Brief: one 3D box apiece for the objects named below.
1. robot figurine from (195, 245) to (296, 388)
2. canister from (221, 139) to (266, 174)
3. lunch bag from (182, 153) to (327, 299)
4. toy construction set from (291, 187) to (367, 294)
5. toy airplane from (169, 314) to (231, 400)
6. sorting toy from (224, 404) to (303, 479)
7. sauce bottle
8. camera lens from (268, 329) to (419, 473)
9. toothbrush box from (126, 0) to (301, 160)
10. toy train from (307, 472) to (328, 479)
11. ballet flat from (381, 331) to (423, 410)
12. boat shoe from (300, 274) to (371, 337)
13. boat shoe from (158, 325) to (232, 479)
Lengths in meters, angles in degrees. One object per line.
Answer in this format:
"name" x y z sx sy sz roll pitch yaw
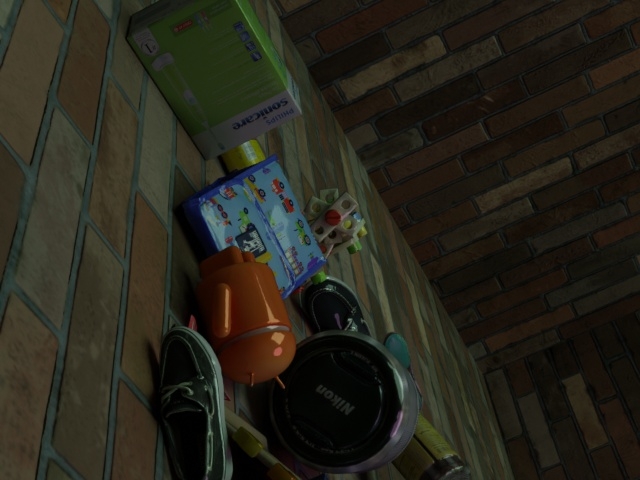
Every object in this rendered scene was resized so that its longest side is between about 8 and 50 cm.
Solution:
"robot figurine" -0.113 0.119 1.575 0.158 0.128 0.219 112 -39 -62
"canister" -0.129 -0.113 2.109 0.170 0.073 0.126 64 11 2
"lunch bag" -0.133 0.004 1.794 0.221 0.138 0.293 65 24 -8
"toy construction set" 0.000 0.000 2.054 0.151 0.215 0.328 63 -2 4
"toy airplane" -0.171 0.175 1.443 0.151 0.028 0.151 60 14 -26
"sorting toy" -0.057 0.315 1.408 0.229 0.041 0.307 39 -8 28
"sauce bottle" 0.157 0.373 2.087 0.344 0.111 0.111 48 -3 43
"camera lens" 0.045 0.266 1.705 0.274 0.219 0.219 50 17 -74
"toothbrush box" -0.190 -0.321 1.928 0.283 0.206 0.122 58 13 -29
"toy train" 0.012 0.447 1.590 0.105 0.080 0.184 -65 129 -83
"ballet flat" 0.203 0.337 2.706 0.079 0.077 0.221 -161 -131 -81
"boat shoe" 0.052 0.191 2.196 0.302 0.114 0.091 54 11 -42
"boat shoe" -0.161 0.204 1.307 0.070 0.078 0.219 44 26 -64
